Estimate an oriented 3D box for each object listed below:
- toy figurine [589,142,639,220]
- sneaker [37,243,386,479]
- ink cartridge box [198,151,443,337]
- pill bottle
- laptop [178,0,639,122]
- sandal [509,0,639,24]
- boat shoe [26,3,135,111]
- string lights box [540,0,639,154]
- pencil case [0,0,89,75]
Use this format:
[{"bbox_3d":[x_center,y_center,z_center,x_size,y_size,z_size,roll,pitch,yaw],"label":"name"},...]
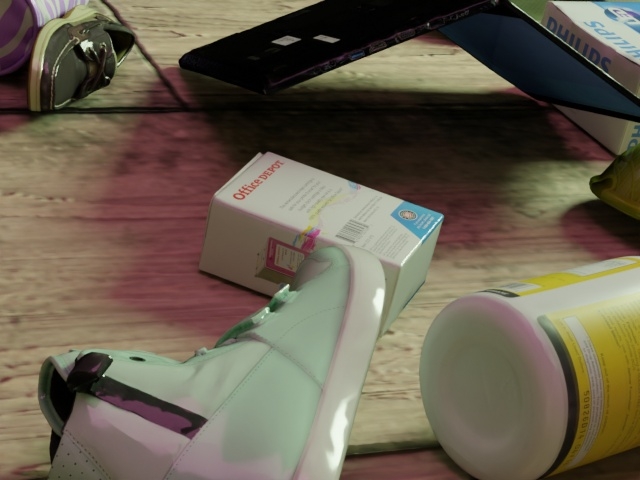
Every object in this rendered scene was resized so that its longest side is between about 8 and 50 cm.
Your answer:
[{"bbox_3d":[0.382,-0.058,1.201,0.362,0.217,0.191,29,31,27],"label":"toy figurine"},{"bbox_3d":[-0.055,0.058,0.915,0.151,0.094,0.256,19,30,-1],"label":"sneaker"},{"bbox_3d":[0.000,0.000,1.101,0.122,0.052,0.088,22,28,13],"label":"ink cartridge box"},{"bbox_3d":[0.151,0.064,0.991,0.184,0.103,0.103,-11,36,-38],"label":"pill bottle"},{"bbox_3d":[0.065,-0.106,1.290,0.264,0.136,0.234,-23,15,-14],"label":"laptop"},{"bbox_3d":[0.210,-0.217,1.562,0.303,0.086,0.120,7,28,-12],"label":"sandal"},{"bbox_3d":[-0.164,-0.127,1.264,0.049,0.056,0.152,10,27,5],"label":"boat shoe"},{"bbox_3d":[0.311,-0.134,1.462,0.259,0.077,0.133,-4,31,-29],"label":"string lights box"},{"bbox_3d":[-0.209,-0.191,1.327,0.086,0.088,0.206,39,28,-11],"label":"pencil case"}]
